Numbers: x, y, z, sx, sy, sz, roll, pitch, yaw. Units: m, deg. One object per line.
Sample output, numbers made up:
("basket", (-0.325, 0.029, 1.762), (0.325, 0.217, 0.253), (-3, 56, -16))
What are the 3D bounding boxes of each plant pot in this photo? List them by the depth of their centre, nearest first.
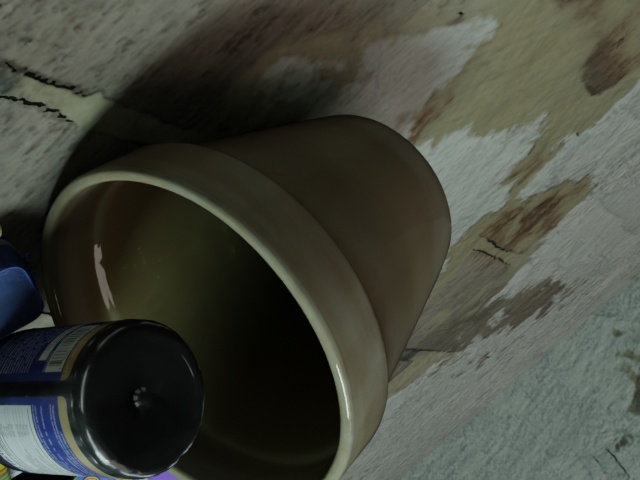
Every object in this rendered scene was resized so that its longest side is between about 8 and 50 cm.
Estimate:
("plant pot", (-0.034, 0.026, 0.986), (0.280, 0.323, 0.323), (-39, 164, -44))

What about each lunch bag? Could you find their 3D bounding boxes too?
("lunch bag", (-0.279, 0.040, 0.910), (0.098, 0.065, 0.067), (-31, 136, -17))

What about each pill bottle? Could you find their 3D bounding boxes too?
("pill bottle", (-0.208, 0.130, 0.908), (0.219, 0.122, 0.123), (-8, -178, 43))

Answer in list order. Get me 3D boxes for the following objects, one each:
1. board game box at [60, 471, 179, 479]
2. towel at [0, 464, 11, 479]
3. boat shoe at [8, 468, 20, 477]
("board game box", (-0.244, 0.281, 1.270), (0.347, 0.078, 0.233), (-44, -177, 16))
("towel", (-0.330, 0.178, 0.971), (0.102, 0.021, 0.237), (-32, 121, -44))
("boat shoe", (-0.316, 0.177, 1.072), (0.302, 0.109, 0.094), (-12, -171, -31))
